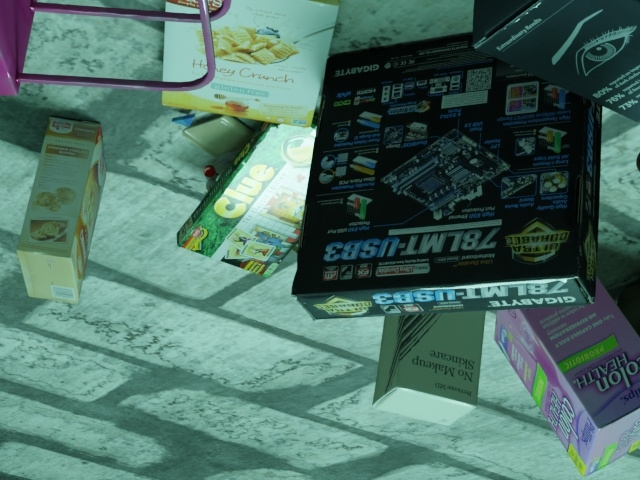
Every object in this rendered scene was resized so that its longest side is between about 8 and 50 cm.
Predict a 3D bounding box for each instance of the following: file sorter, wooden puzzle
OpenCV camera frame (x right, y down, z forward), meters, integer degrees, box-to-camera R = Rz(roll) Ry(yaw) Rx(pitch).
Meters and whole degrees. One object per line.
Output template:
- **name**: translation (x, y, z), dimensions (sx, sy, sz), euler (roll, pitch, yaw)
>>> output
- **file sorter**: translation (-0.153, -0.279, 0.991), dimensions (0.182, 0.290, 0.202), euler (4, 154, 2)
- **wooden puzzle**: translation (-0.119, -0.128, 1.605), dimensions (0.079, 0.014, 0.116), euler (-13, 148, 28)

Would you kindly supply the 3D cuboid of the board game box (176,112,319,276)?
- **board game box**: translation (-0.057, -0.058, 1.620), dimensions (0.136, 0.030, 0.259), euler (21, 131, -23)

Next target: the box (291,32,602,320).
- **box**: translation (0.131, -0.070, 1.335), dimensions (0.296, 0.293, 0.073), euler (-6, 152, 25)

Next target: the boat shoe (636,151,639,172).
- **boat shoe**: translation (0.438, -0.130, 1.336), dimensions (0.123, 0.123, 0.342), euler (13, 160, -15)

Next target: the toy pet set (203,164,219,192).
- **toy pet set**: translation (-0.086, -0.066, 1.696), dimensions (0.122, 0.065, 0.114), euler (-3, 123, -2)

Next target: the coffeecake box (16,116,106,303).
- **coffeecake box**: translation (-0.318, -0.036, 1.646), dimensions (0.068, 0.185, 0.142), euler (8, 155, -2)

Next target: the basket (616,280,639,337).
- **basket**: translation (0.522, 0.101, 1.756), dimensions (0.204, 0.154, 0.227), euler (17, 159, -40)

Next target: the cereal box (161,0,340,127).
- **cereal box**: translation (-0.077, -0.207, 1.389), dimensions (0.173, 0.047, 0.240), euler (9, 154, -3)

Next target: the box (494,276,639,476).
- **box**: translation (0.347, 0.164, 1.793), dimensions (0.117, 0.243, 0.213), euler (-28, 155, -8)

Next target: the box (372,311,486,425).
- **box**: translation (0.144, 0.083, 1.664), dimensions (0.113, 0.275, 0.094), euler (14, 153, -13)

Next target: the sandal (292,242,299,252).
- **sandal**: translation (0.000, 0.000, 1.784), dimensions (0.180, 0.049, 0.072), euler (39, 157, -18)

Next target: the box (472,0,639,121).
- **box**: translation (0.267, -0.214, 1.214), dimensions (0.207, 0.108, 0.153), euler (21, 151, -25)
